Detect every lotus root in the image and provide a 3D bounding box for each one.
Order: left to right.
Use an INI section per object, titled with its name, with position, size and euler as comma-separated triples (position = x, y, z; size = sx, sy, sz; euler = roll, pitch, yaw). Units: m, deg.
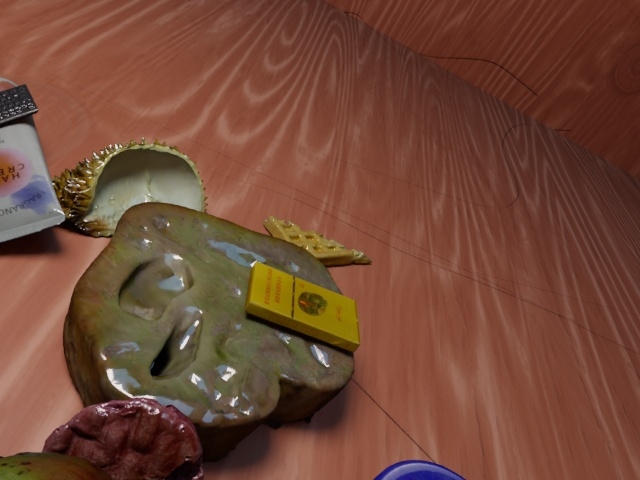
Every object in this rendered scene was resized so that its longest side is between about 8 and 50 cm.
[lotus root]
position = -0.140, 0.093, 0.711
size = 0.375, 0.111, 0.390
euler = 43, 35, 20

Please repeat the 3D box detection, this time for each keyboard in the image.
[keyboard]
position = -0.497, -0.162, 0.738
size = 0.202, 0.011, 0.067
euler = -26, 63, -19

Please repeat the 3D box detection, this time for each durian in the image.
[durian]
position = -0.282, -0.078, 0.815
size = 0.252, 0.144, 0.139
euler = -6, 71, -49

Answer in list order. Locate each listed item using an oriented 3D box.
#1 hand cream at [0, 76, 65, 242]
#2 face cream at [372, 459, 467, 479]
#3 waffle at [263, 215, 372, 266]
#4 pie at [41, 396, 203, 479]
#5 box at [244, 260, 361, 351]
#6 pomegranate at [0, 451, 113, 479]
[hand cream]
position = -0.447, -0.128, 0.757
size = 0.124, 0.077, 0.340
euler = -19, 54, -15
[face cream]
position = 0.109, 0.353, 0.572
size = 0.206, 0.111, 0.206
euler = 22, 35, -16
[waffle]
position = 0.000, 0.000, 1.003
size = 0.191, 0.032, 0.125
euler = -3, 46, -43
[pie]
position = -0.184, 0.215, 0.506
size = 0.154, 0.153, 0.038
euler = 26, 1, -9
[box]
position = -0.021, 0.086, 0.706
size = 0.155, 0.023, 0.087
euler = 23, 28, -15
[pomegranate]
position = -0.224, 0.264, 0.388
size = 0.180, 0.180, 0.209
euler = 1, 72, -38
